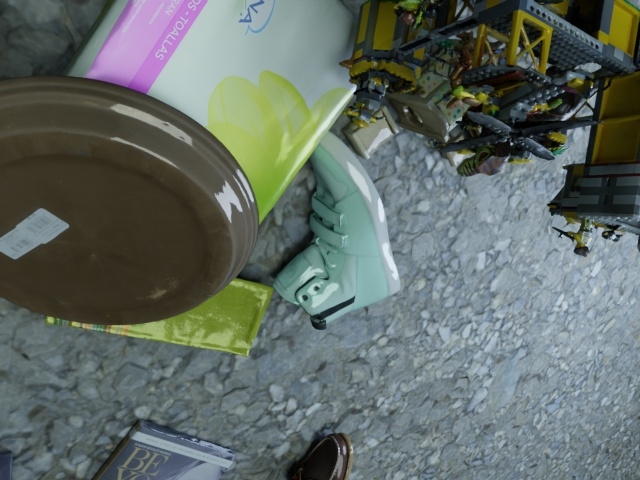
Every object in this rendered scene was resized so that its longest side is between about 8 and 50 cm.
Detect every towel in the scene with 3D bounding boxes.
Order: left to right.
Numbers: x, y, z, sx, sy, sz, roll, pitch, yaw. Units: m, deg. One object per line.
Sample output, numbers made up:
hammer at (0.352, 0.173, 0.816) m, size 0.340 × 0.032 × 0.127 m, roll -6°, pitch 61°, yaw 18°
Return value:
towel at (-0.176, 0.073, 0.578) m, size 0.237 × 0.021 × 0.102 m, roll 17°, pitch 104°, yaw -27°

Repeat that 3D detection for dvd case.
dvd case at (-0.244, 0.358, 0.690) m, size 0.164 × 0.018 × 0.221 m, roll 37°, pitch 92°, yaw -35°

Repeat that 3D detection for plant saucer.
plant saucer at (-0.192, -0.007, 0.433) m, size 0.277 × 0.041 × 0.278 m, roll -3°, pitch 137°, yaw -3°

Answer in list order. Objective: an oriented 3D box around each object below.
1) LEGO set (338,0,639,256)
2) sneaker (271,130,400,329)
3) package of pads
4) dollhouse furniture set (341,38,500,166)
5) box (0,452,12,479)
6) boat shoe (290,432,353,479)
LEGO set at (0.175, -0.091, 0.443) m, size 0.331 × 0.255 × 0.192 m, roll 11°, pitch 88°, yaw -37°
sneaker at (0.000, 0.001, 0.612) m, size 0.151 × 0.094 × 0.256 m, roll -28°, pitch 121°, yaw -10°
package of pads at (-0.104, -0.140, 0.484) m, size 0.229 × 0.101 × 0.297 m, roll 32°, pitch 95°, yaw -35°
dollhouse furniture set at (0.154, -0.126, 0.631) m, size 0.182 × 0.101 × 0.161 m, roll -42°, pitch 125°, yaw -5°
box at (-0.391, 0.332, 0.457) m, size 0.163 × 0.247 × 0.142 m, roll 15°, pitch 103°, yaw -33°
boat shoe at (-0.017, 0.398, 0.798) m, size 0.073 × 0.073 × 0.207 m, roll 15°, pitch 104°, yaw -35°
